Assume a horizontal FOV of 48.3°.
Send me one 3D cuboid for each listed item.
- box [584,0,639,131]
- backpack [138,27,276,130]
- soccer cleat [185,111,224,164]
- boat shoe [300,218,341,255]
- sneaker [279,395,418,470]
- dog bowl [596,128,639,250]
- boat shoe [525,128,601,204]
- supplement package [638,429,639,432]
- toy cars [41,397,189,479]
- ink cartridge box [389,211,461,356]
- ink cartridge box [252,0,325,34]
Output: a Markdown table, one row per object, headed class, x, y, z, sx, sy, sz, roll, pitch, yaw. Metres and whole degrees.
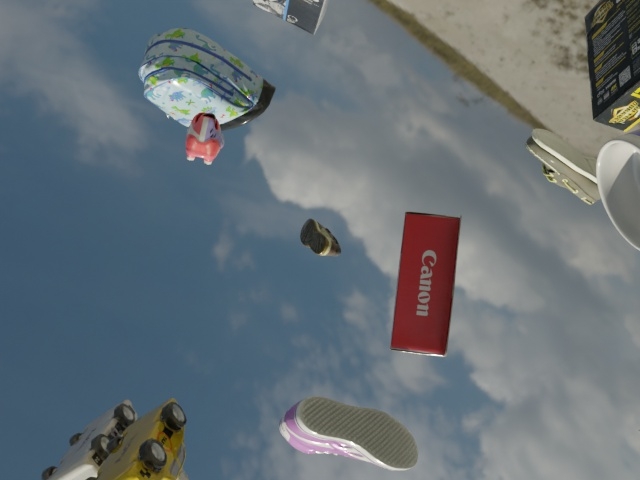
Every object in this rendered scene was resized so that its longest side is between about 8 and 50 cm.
| class | x | y | z | sx | sy | sz | roll | pitch | yaw |
| --- | --- | --- | --- | --- | --- | --- | --- | --- | --- |
| box | 0.578 | -0.376 | 1.195 | 0.080 | 0.322 | 0.257 | 16 | -119 | -13 |
| backpack | -0.362 | -0.469 | 2.111 | 0.355 | 0.290 | 0.273 | 49 | -132 | -38 |
| soccer cleat | -0.233 | -0.226 | 1.460 | 0.083 | 0.095 | 0.248 | 14 | -162 | -10 |
| boat shoe | 0.001 | -0.001 | 2.150 | 0.073 | 0.080 | 0.223 | 26 | -171 | -24 |
| sneaker | 0.051 | 0.402 | 1.458 | 0.282 | 0.161 | 0.102 | 27 | -128 | -13 |
| dog bowl | 0.704 | -0.108 | 1.504 | 0.265 | 0.104 | 0.264 | 159 | 90 | -83 |
| boat shoe | 0.591 | -0.169 | 1.707 | 0.305 | 0.091 | 0.109 | 22 | -139 | -30 |
| supplement package | 0.732 | 0.379 | 1.330 | 0.149 | 0.203 | 0.194 | 68 | -168 | 23 |
| toy cars | -0.257 | 0.291 | 0.929 | 0.176 | 0.394 | 0.087 | -40 | -80 | -31 |
| ink cartridge box | 0.237 | 0.099 | 1.611 | 0.272 | 0.130 | 0.309 | 43 | -127 | -79 |
| ink cartridge box | -0.059 | -0.540 | 1.503 | 0.166 | 0.065 | 0.333 | 26 | 176 | -4 |
